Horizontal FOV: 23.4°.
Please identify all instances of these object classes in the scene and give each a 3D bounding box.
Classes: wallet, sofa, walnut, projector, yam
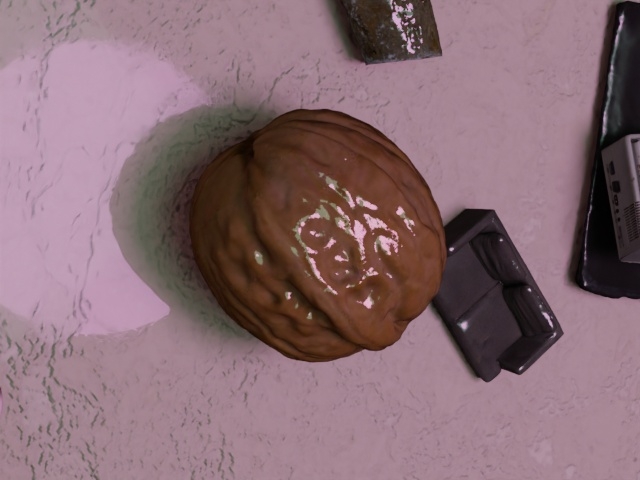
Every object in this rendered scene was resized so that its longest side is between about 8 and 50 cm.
[{"bbox_3d":[0.323,-0.082,1.500,0.146,0.030,0.285,8,91,-31],"label":"wallet"},{"bbox_3d":[0.154,0.053,1.404,0.085,0.060,0.147,-38,112,-19],"label":"sofa"},{"bbox_3d":[0.000,0.000,1.248,0.213,0.213,0.213,-3,97,-28],"label":"walnut"},{"bbox_3d":[0.345,-0.039,1.442,0.147,0.061,0.115,0,74,-22],"label":"projector"},{"bbox_3d":[0.047,-0.228,1.310,0.078,0.078,0.179,-26,110,-24],"label":"yam"}]

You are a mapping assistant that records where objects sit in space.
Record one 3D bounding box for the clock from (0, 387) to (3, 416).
[{"bbox_3d":[-0.344,0.282,1.053,0.368,0.250,0.376,-6,104,-27],"label":"clock"}]
